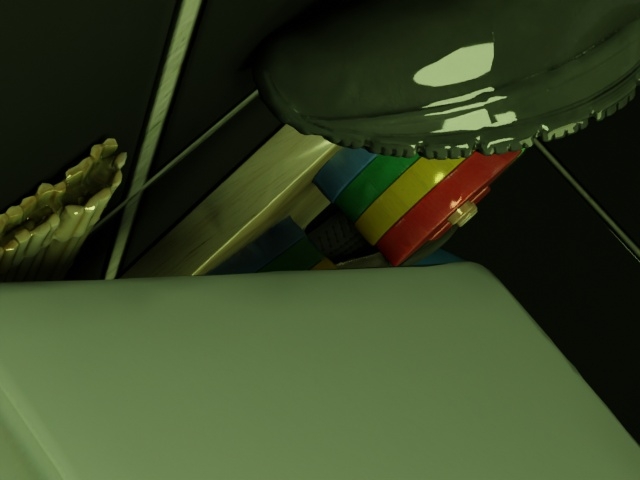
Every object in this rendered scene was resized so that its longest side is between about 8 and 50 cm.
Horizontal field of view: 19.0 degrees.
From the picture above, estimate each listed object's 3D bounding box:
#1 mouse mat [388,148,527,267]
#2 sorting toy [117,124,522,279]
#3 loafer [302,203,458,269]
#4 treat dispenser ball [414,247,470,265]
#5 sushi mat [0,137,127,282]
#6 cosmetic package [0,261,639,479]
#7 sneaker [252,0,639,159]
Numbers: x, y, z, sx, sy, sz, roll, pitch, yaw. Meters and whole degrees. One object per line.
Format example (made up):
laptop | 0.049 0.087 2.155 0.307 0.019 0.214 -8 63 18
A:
mouse mat | 0.096 -0.075 1.282 0.152 0.007 0.190 -41 154 -23
sorting toy | 0.000 0.000 1.021 0.257 0.089 0.255 -42 176 4
loafer | 0.046 -0.019 1.352 0.220 0.080 0.078 -45 168 -31
treat dispenser ball | 0.047 0.139 1.576 0.288 0.288 0.288 -42 176 -3
sushi mat | -0.153 0.065 0.709 0.151 0.019 0.316 -40 176 -24
cosmetic package | -0.043 0.257 0.659 0.394 0.327 0.329 -49 156 24
sneaker | 0.104 -0.118 0.699 0.286 0.130 0.109 -21 -160 -12
